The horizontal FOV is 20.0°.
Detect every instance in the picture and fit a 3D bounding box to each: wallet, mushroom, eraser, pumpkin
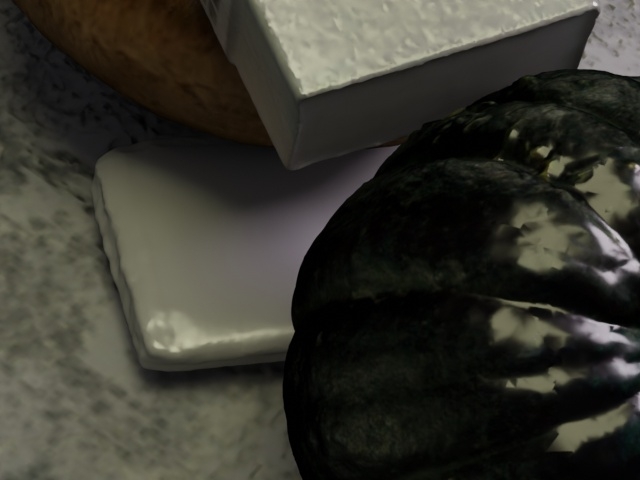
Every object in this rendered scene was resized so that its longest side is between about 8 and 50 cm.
[{"bbox_3d":[0.000,0.000,0.771,0.183,0.032,0.124,-5,48,-18],"label":"wallet"},{"bbox_3d":[-0.023,-0.138,0.809,0.278,0.146,0.278,11,34,-7],"label":"mushroom"},{"bbox_3d":[0.003,-0.140,0.686,0.124,0.068,0.210,-18,66,-17],"label":"eraser"},{"bbox_3d":[0.091,0.049,0.634,0.220,0.162,0.220,11,71,-33],"label":"pumpkin"}]
